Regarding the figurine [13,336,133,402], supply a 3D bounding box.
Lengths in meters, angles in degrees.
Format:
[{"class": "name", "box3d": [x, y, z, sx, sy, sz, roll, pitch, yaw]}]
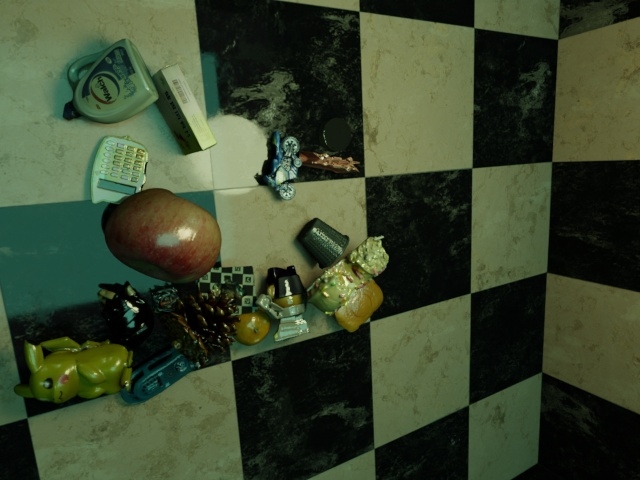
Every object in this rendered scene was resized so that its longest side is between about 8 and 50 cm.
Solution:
[{"class": "figurine", "box3d": [-0.758, 0.401, 1.298, 0.326, 0.169, 0.218, -3, 123, -35]}]

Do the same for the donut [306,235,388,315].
[{"class": "donut", "box3d": [0.097, 0.152, 1.635, 0.371, 0.307, 0.150, -36, 84, -36]}]

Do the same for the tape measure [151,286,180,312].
[{"class": "tape measure", "box3d": [-0.539, 0.212, 1.458, 0.094, 0.054, 0.091, -5, 104, -23]}]

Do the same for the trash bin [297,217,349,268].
[{"class": "trash bin", "box3d": [0.000, 0.000, 1.674, 0.161, 0.175, 0.175, 40, 78, -14]}]

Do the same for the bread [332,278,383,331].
[{"class": "bread", "box3d": [0.154, 0.270, 1.818, 0.245, 0.121, 0.174, -40, 116, -16]}]

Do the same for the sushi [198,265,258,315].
[{"class": "sushi", "box3d": [-0.340, 0.185, 1.545, 0.210, 0.040, 0.193, -6, 96, 1]}]

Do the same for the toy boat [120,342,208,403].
[{"class": "toy boat", "box3d": [-0.553, 0.472, 1.473, 0.298, 0.092, 0.134, -33, 116, -22]}]

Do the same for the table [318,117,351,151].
[{"class": "table", "box3d": [0.060, -0.428, 1.696, 0.133, 0.043, 0.134, -5, 100, -29]}]

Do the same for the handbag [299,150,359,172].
[{"class": "handbag", "box3d": [0.030, -0.307, 1.633, 0.212, 0.157, 0.059, 6, 95, -29]}]

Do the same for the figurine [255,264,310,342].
[{"class": "figurine", "box3d": [-0.128, 0.235, 1.610, 0.143, 0.308, 0.309, -10, 107, 15]}]

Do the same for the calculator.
[{"class": "calculator", "box3d": [-0.644, -0.222, 1.344, 0.157, 0.033, 0.237, 13, 89, -29]}]

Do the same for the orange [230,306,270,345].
[{"class": "orange", "box3d": [-0.263, 0.323, 1.589, 0.156, 0.124, 0.156, -2, 95, -30]}]

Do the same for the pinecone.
[{"class": "pinecone", "box3d": [-0.389, 0.288, 1.416, 0.264, 0.264, 0.264, -5, 100, -29]}]

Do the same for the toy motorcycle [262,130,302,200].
[{"class": "toy motorcycle", "box3d": [-0.149, -0.283, 1.579, 0.135, 0.092, 0.255, 7, 86, -21]}]

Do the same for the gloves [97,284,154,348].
[{"class": "gloves", "box3d": [-0.648, 0.238, 1.374, 0.203, 0.124, 0.164, 51, 55, -34]}]

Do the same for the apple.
[{"class": "apple", "box3d": [-0.476, -0.023, 1.314, 0.344, 0.344, 0.270, 32, 61, -29]}]

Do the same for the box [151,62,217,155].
[{"class": "box", "box3d": [-0.446, -0.409, 1.337, 0.062, 0.175, 0.261, -36, 114, -29]}]

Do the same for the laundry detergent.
[{"class": "laundry detergent", "box3d": [-0.649, -0.453, 1.243, 0.280, 0.105, 0.215, -24, 90, 4]}]
